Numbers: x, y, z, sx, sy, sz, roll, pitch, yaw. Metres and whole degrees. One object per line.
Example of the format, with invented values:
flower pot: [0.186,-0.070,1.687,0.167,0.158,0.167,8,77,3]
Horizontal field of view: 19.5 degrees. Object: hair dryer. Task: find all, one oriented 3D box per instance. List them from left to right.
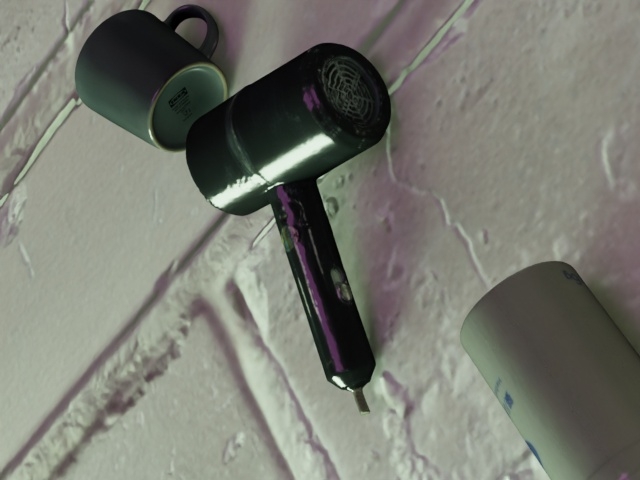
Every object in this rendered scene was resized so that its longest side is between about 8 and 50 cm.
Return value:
hair dryer: [0.000,0.000,1.134,0.124,0.071,0.219,-25,76,42]

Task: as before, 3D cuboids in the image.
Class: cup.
cup: [-0.103,-0.113,1.244,0.077,0.078,0.100,35,82,36]

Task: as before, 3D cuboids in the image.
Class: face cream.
face cream: [0.164,0.125,0.940,0.077,0.077,0.250,-55,51,29]
